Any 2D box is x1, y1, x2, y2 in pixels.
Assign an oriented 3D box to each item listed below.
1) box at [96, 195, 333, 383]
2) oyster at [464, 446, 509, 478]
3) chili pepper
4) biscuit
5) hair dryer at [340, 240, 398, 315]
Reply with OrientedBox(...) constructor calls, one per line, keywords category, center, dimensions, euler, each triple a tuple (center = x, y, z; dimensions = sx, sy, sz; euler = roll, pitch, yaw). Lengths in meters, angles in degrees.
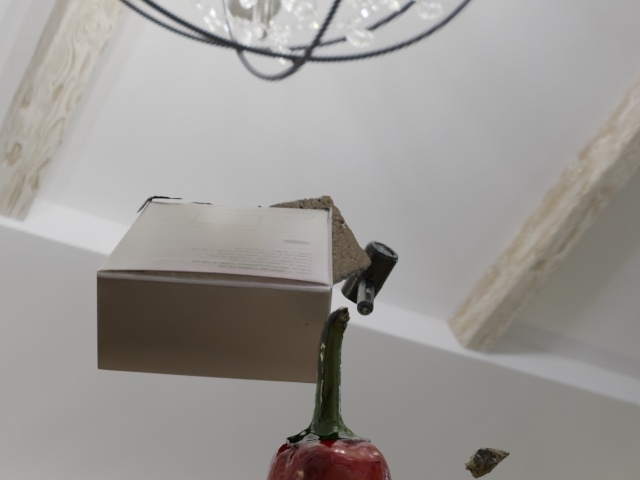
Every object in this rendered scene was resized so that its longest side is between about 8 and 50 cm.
OrientedBox(category="box", center=(-0.091, 0.037, 0.874), dimensions=(0.203, 0.251, 0.106), euler=(4, -74, -1))
OrientedBox(category="oyster", center=(0.323, 0.424, 1.735), dimensions=(0.093, 0.051, 0.034), euler=(-32, -32, -29))
OrientedBox(category="chili pepper", center=(0.016, 0.221, 0.470), dimensions=(0.092, 0.368, 0.137), euler=(10, -44, -21))
OrientedBox(category="biscuit", center=(0.000, 0.000, 1.217), dimensions=(0.025, 0.131, 0.231), euler=(-35, -7, 20))
OrientedBox(category="hair dryer", center=(0.091, 0.089, 1.703), dimensions=(0.071, 0.219, 0.124), euler=(28, -70, -4))
